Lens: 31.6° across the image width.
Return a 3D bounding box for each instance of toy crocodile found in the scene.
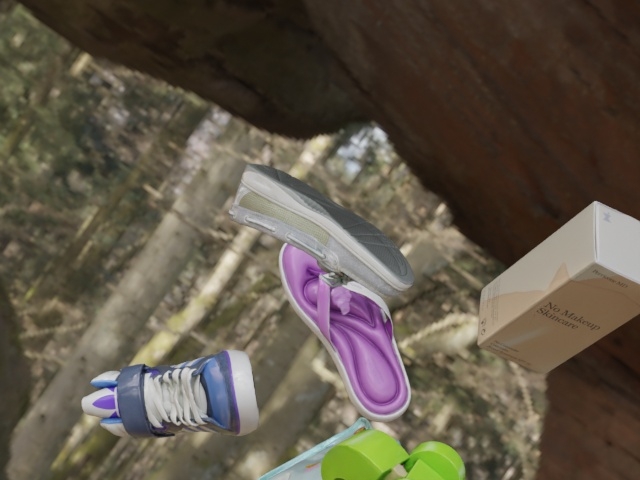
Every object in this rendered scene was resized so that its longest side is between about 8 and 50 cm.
[{"bbox_3d":[0.148,0.313,1.157,0.340,0.105,0.115,37,28,8],"label":"toy crocodile"}]

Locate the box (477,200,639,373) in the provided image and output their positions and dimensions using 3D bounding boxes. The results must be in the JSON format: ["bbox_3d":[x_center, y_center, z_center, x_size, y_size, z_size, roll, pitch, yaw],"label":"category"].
[{"bbox_3d":[0.397,0.082,1.806,0.148,0.121,0.311,23,-38,-16],"label":"box"}]

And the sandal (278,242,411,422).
[{"bbox_3d":[0.065,0.154,2.225,0.416,0.169,0.102,59,-20,12],"label":"sandal"}]

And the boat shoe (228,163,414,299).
[{"bbox_3d":[-0.002,-0.001,1.642,0.320,0.103,0.118,34,16,25],"label":"boat shoe"}]

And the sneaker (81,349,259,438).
[{"bbox_3d":[-0.235,0.245,1.703,0.236,0.130,0.323,-8,-4,-17],"label":"sneaker"}]

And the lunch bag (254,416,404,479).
[{"bbox_3d":[0.011,0.381,1.382,0.160,0.262,0.223,15,-49,66],"label":"lunch bag"}]
